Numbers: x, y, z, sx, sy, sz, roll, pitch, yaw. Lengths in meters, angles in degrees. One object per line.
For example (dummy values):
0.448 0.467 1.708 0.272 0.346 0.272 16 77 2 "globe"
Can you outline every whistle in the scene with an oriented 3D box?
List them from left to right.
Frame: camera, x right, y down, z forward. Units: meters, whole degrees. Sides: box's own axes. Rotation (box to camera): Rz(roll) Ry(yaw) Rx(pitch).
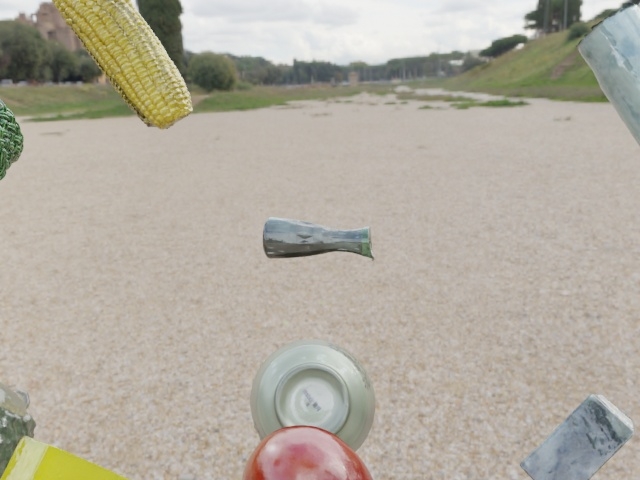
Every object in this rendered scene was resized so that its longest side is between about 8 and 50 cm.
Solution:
0.308 -0.046 0.481 0.062 0.312 0.062 -25 -13 -6 "whistle"

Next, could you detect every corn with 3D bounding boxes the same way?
-0.209 -0.207 0.644 0.072 0.203 0.072 -35 6 4 "corn"

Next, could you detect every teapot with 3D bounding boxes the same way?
0.000 0.000 0.614 0.110 0.043 0.043 3 14 10 "teapot"

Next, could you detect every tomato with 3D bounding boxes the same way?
-0.011 0.321 0.758 0.136 0.195 0.195 -29 26 -31 "tomato"

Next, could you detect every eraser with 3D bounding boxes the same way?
-0.222 0.235 0.494 0.045 0.097 0.122 -2 55 34 "eraser"

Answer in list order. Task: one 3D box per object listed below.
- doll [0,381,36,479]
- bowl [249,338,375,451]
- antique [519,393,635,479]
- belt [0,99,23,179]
-0.496 0.343 0.761 0.247 0.350 0.247 3 -28 1 "doll"
-0.012 0.256 0.971 0.211 0.211 0.112 -3 -15 -2 "bowl"
0.423 0.339 1.006 0.086 0.183 0.088 45 -2 28 "antique"
-0.415 -0.136 0.702 0.121 0.151 0.079 -13 42 18 "belt"
